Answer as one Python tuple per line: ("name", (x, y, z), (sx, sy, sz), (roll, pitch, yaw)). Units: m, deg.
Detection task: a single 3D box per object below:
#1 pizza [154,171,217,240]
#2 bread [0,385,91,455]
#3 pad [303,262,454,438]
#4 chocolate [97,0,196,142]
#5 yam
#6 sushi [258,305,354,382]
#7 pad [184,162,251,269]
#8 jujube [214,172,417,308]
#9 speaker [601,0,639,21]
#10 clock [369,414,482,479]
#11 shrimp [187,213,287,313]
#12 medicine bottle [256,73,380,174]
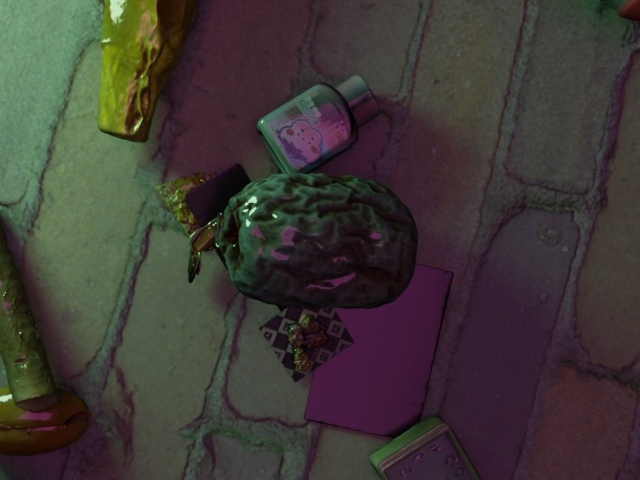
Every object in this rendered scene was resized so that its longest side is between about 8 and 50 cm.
("pizza", (-0.226, -0.064, 1.673), (0.108, 0.026, 0.123), (17, 88, -4))
("bread", (-0.467, 0.288, 1.620), (0.189, 0.077, 0.114), (-2, 86, -4))
("pad", (0.100, 0.178, 1.720), (0.202, 0.005, 0.300), (13, 88, -7))
("chocolate", (-0.262, -0.377, 1.606), (0.162, 0.162, 0.446), (12, 90, -6))
("yam", (-0.498, 0.100, 1.588), (0.081, 0.081, 0.357), (-21, 79, -6))
("sushi", (-0.019, 0.159, 1.679), (0.126, 0.026, 0.120), (-34, 103, -6))
("pad", (-0.143, -0.037, 1.675), (0.112, 0.003, 0.157), (-32, 107, -6))
("jujube", (0.000, 0.000, 1.587), (0.316, 0.226, 0.226), (4, 89, -18))
("speaker", (0.538, -0.507, 1.645), (0.294, 0.294, 0.295), (0, 90, -7))
("clock", (0.189, 0.411, 1.692), (0.146, 0.071, 0.192), (-30, 96, -6))
("shrimp", (-0.141, 0.055, 1.670), (0.147, 0.035, 0.195), (-26, 98, -11))
("medicine bottle", (0.001, -0.192, 1.665), (0.188, 0.094, 0.119), (-32, 92, -6))
